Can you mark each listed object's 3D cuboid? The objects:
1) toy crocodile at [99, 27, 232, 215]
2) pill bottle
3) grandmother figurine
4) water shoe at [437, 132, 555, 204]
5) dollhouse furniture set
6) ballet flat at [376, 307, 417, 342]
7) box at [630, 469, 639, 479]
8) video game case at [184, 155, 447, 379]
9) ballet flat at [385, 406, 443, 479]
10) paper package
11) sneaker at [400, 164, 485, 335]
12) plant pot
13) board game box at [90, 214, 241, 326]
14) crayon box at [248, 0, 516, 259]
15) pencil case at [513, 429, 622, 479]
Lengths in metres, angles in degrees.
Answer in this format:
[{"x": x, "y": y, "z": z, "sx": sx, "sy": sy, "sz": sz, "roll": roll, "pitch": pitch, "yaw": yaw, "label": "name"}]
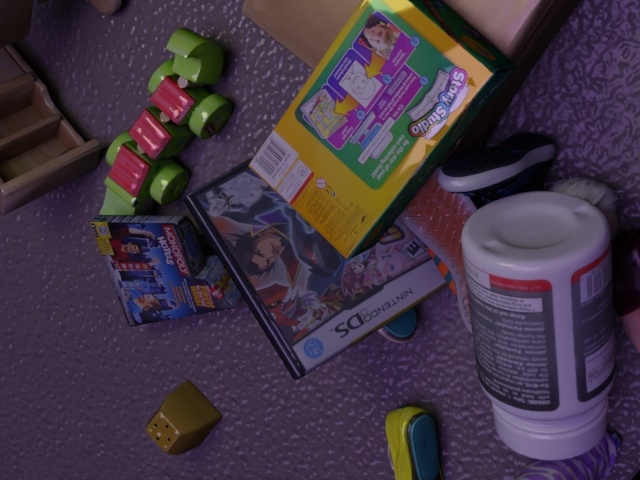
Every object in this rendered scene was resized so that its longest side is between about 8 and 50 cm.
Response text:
[{"x": -0.232, "y": -0.149, "z": 1.474, "sx": 0.115, "sy": 0.105, "sz": 0.340, "roll": 42, "pitch": 117, "yaw": 13, "label": "toy crocodile"}, {"x": 0.254, "y": 0.101, "z": 1.180, "sx": 0.161, "sy": 0.161, "sz": 0.283, "roll": 6, "pitch": 125, "yaw": 26, "label": "pill bottle"}, {"x": 0.386, "y": 0.064, "z": 1.206, "sx": 0.208, "sy": 0.104, "sz": 0.342, "roll": -40, "pitch": 84, "yaw": 22, "label": "grandmother figurine"}, {"x": 0.213, "y": -0.068, "z": 1.205, "sx": 0.073, "sy": 0.203, "sz": 0.080, "roll": 21, "pitch": 120, "yaw": 40, "label": "water shoe"}, {"x": -0.432, "y": -0.260, "z": 1.423, "sx": 0.256, "sy": 0.362, "sz": 0.394, "roll": 49, "pitch": 146, "yaw": 11, "label": "dollhouse furniture set"}, {"x": 0.043, "y": 0.037, "z": 1.397, "sx": 0.086, "sy": 0.086, "sz": 0.248, "roll": -35, "pitch": 83, "yaw": 29, "label": "ballet flat"}, {"x": 0.450, "y": 0.386, "z": 1.221, "sx": 0.153, "sy": 0.108, "sz": 0.207, "roll": -3, "pitch": 90, "yaw": 28, "label": "box"}, {"x": 0.000, "y": 0.000, "z": 1.331, "sx": 0.275, "sy": 0.248, "sz": 0.035, "roll": 58, "pitch": 163, "yaw": 6, "label": "video game case"}, {"x": 0.131, "y": 0.337, "z": 1.421, "sx": 0.077, "sy": 0.077, "sz": 0.231, "roll": 2, "pitch": 105, "yaw": 49, "label": "ballet flat"}, {"x": 0.123, "y": -0.306, "z": 1.218, "sx": 0.325, "sy": 0.168, "sz": 0.309, "roll": 40, "pitch": 116, "yaw": 15, "label": "paper package"}, {"x": 0.193, "y": 0.010, "z": 1.300, "sx": 0.108, "sy": 0.121, "sz": 0.302, "roll": -29, "pitch": 107, "yaw": 14, "label": "sneaker"}, {"x": -0.220, "y": 0.280, "z": 1.578, "sx": 0.081, "sy": 0.083, "sz": 0.081, "roll": 45, "pitch": 117, "yaw": 13, "label": "plant pot"}, {"x": -0.214, "y": 0.039, "z": 1.506, "sx": 0.194, "sy": 0.060, "sz": 0.194, "roll": 1, "pitch": 125, "yaw": 21, "label": "board game box"}, {"x": 0.063, "y": -0.135, "z": 1.146, "sx": 0.165, "sy": 0.081, "sz": 0.278, "roll": 44, "pitch": 118, "yaw": 12, "label": "crayon box"}, {"x": 0.290, "y": 0.296, "z": 1.252, "sx": 0.086, "sy": 0.206, "sz": 0.088, "roll": -18, "pitch": 96, "yaw": 43, "label": "pencil case"}]
